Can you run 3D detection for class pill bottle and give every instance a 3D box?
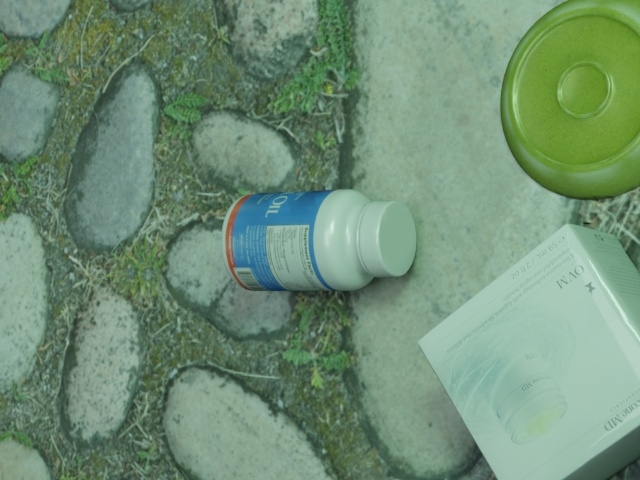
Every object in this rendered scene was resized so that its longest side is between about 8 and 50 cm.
[{"bbox_3d":[0.000,0.000,1.861,0.221,0.124,0.124,-2,83,33],"label":"pill bottle"}]

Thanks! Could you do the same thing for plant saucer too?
[{"bbox_3d":[0.303,-0.167,1.731,0.241,0.037,0.241,-4,82,34],"label":"plant saucer"}]

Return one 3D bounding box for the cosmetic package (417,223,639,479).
[{"bbox_3d":[0.266,0.140,1.658,0.224,0.138,0.224,-41,65,23],"label":"cosmetic package"}]
